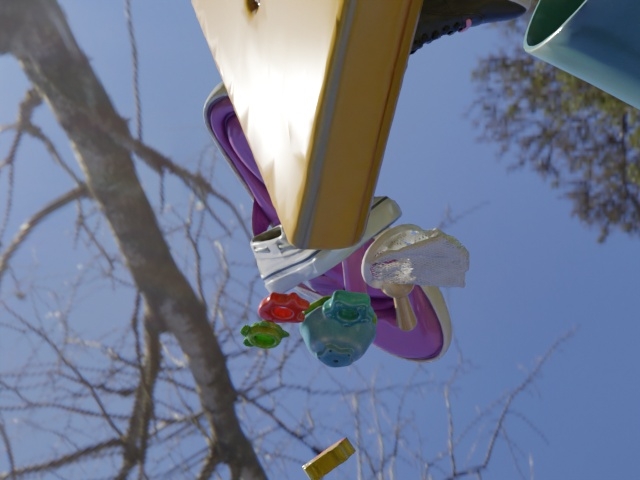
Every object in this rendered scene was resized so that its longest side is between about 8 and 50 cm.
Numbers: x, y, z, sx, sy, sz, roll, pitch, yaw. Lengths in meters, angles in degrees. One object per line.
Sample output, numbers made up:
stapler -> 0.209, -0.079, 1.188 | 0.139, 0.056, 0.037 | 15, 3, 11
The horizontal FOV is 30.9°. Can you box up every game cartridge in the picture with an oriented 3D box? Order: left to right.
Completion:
game cartridge -> -0.003, -0.206, 0.640 | 0.052, 0.324, 0.285 | -1, -140, -21

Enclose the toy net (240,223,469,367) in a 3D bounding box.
toy net -> 0.030, 0.036, 0.930 | 0.122, 0.232, 0.045 | 22, -129, -20

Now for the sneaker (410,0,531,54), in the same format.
sneaker -> 0.118, -0.252, 1.456 | 0.295, 0.104, 0.147 | 0, -95, -5

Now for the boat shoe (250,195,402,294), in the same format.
boat shoe -> -0.009, -0.006, 1.155 | 0.083, 0.226, 0.076 | -35, -89, -39

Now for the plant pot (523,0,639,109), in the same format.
plant pot -> 0.302, -0.176, 0.690 | 0.235, 0.293, 0.293 | 31, -119, -4

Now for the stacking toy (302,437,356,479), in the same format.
stacking toy -> -0.022, 0.309, 1.054 | 0.221, 0.052, 0.167 | -33, -95, -11

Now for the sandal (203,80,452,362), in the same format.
sandal -> -0.010, 0.004, 1.325 | 0.169, 0.416, 0.102 | -18, -154, 49
